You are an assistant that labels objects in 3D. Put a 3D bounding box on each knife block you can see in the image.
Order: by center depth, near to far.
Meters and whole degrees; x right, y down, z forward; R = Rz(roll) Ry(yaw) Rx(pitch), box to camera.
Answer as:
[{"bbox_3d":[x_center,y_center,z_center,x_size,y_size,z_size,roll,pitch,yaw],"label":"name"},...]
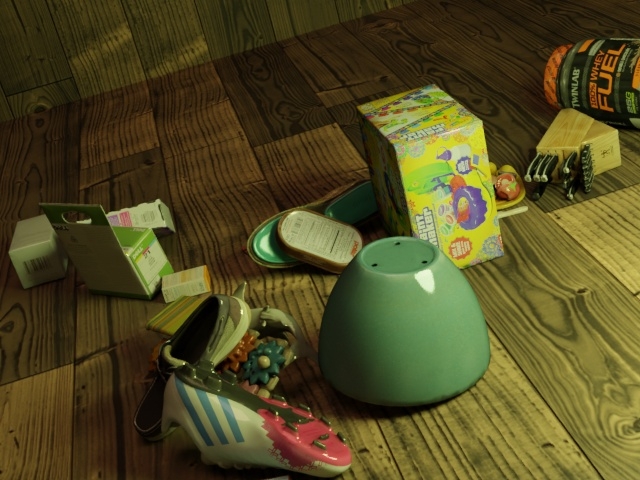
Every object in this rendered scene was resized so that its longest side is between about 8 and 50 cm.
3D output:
[{"bbox_3d":[0.516,-0.183,2.218,0.242,0.088,0.275,-19,27,-11],"label":"knife block"}]

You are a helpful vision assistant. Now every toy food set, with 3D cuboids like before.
[{"bbox_3d":[0.375,-0.125,2.197,0.128,0.071,0.218,-12,26,7],"label":"toy food set"}]

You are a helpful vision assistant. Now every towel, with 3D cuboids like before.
[{"bbox_3d":[-0.233,0.150,1.871,0.102,0.021,0.237,-40,25,-25],"label":"towel"}]

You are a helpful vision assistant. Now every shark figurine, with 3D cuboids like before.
[{"bbox_3d":[-0.083,0.170,1.835,0.278,0.116,0.166,-1,62,42],"label":"shark figurine"}]

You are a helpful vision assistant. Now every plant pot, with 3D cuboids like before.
[{"bbox_3d":[0.133,0.108,1.676,0.290,0.195,0.290,-4,27,2],"label":"plant pot"}]

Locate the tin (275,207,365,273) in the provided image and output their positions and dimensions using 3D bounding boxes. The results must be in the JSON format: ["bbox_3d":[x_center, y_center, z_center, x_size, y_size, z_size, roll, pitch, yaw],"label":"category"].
[{"bbox_3d":[0.000,0.000,2.076,0.190,0.040,0.106,20,65,2],"label":"tin"}]

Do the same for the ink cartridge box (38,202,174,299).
[{"bbox_3d":[-0.454,-0.002,2.172,0.189,0.255,0.097,3,41,33],"label":"ink cartridge box"}]

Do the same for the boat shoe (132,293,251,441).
[{"bbox_3d":[-0.231,0.205,1.698,0.285,0.092,0.103,-52,51,2],"label":"boat shoe"}]

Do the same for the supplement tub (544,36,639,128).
[{"bbox_3d":[0.703,-0.364,2.346,0.338,0.207,0.207,13,37,45],"label":"supplement tub"}]

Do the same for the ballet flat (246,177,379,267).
[{"bbox_3d":[-0.012,-0.030,2.186,0.348,0.123,0.123,-27,29,-22],"label":"ballet flat"}]

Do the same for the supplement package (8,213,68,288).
[{"bbox_3d":[-0.667,0.020,2.421,0.105,0.105,0.179,-16,26,-1],"label":"supplement package"}]

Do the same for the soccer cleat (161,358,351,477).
[{"bbox_3d":[-0.105,0.307,1.578,0.331,0.143,0.116,24,12,24],"label":"soccer cleat"}]

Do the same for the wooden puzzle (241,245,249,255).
[{"bbox_3d":[-0.144,0.018,2.261,0.049,0.006,0.083,-25,28,-19],"label":"wooden puzzle"}]

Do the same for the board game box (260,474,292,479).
[{"bbox_3d":[-0.178,0.419,1.462,0.281,0.027,0.145,-12,25,5],"label":"board game box"}]

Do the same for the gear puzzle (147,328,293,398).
[{"bbox_3d":[-0.199,0.214,1.776,0.339,0.044,0.175,10,62,47],"label":"gear puzzle"}]

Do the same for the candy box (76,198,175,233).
[{"bbox_3d":[-0.450,-0.030,2.369,0.196,0.070,0.165,-16,-5,-3],"label":"candy box"}]

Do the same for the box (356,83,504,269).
[{"bbox_3d":[0.214,-0.122,2.028,0.177,0.290,0.279,-17,27,-6],"label":"box"}]

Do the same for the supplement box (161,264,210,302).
[{"bbox_3d":[-0.285,0.092,2.155,0.098,0.036,0.062,-14,26,1],"label":"supplement box"}]
